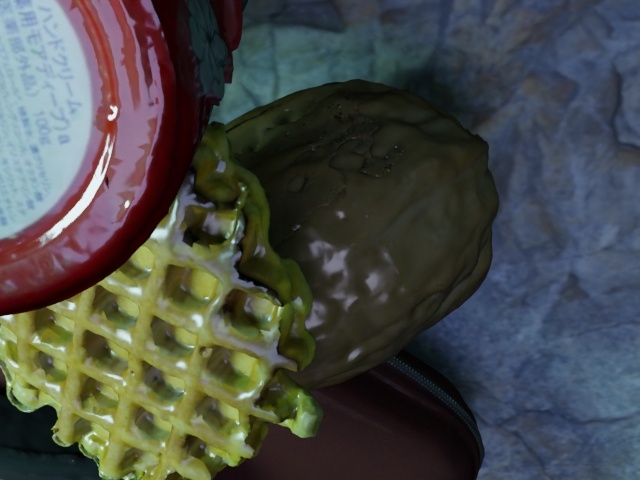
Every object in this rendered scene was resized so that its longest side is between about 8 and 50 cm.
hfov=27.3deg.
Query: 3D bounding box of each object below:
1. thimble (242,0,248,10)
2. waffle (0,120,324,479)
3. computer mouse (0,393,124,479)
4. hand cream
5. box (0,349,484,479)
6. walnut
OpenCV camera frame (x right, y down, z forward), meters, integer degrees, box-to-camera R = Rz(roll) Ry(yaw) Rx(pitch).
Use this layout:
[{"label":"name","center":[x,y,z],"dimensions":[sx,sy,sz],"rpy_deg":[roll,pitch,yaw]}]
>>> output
[{"label":"thimble","center":[-0.169,-0.205,0.724],"dimensions":[0.288,0.167,0.254],"rpy_deg":[19,129,-14]},{"label":"waffle","center":[-0.113,0.043,0.779],"dimensions":[0.243,0.059,0.238],"rpy_deg":[-19,109,33]},{"label":"computer mouse","center":[-0.242,0.198,0.986],"dimensions":[0.269,0.100,0.170],"rpy_deg":[12,135,-7]},{"label":"hand cream","center":[-0.154,-0.089,0.590],"dimensions":[0.230,0.149,0.230],"rpy_deg":[3,117,6]},{"label":"box","center":[-0.067,0.137,1.056],"dimensions":[0.404,0.108,0.263],"rpy_deg":[32,127,-22]},{"label":"walnut","center":[0.000,0.000,0.868],"dimensions":[0.245,0.198,0.198],"rpy_deg":[-35,127,-8]}]
